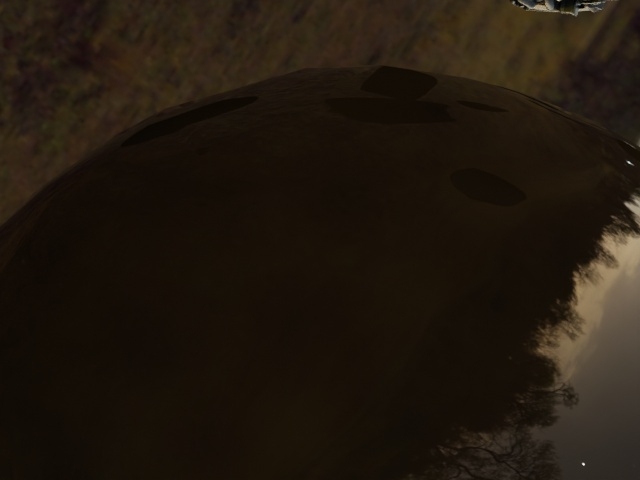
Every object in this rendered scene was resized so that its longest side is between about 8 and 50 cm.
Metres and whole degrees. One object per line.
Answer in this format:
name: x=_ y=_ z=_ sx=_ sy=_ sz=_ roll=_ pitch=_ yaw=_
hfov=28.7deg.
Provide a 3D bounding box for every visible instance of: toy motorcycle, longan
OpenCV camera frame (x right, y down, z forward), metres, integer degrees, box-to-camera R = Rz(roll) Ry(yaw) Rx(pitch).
toy motorcycle: x=0.294 y=-0.321 z=1.596 sx=0.193 sy=0.124 sz=0.061 roll=-152 pitch=-110 yaw=-72
longan: x=0.031 y=0.112 z=0.495 sx=0.404 sy=0.404 sz=0.336 roll=-49 pitch=-175 yaw=-41
